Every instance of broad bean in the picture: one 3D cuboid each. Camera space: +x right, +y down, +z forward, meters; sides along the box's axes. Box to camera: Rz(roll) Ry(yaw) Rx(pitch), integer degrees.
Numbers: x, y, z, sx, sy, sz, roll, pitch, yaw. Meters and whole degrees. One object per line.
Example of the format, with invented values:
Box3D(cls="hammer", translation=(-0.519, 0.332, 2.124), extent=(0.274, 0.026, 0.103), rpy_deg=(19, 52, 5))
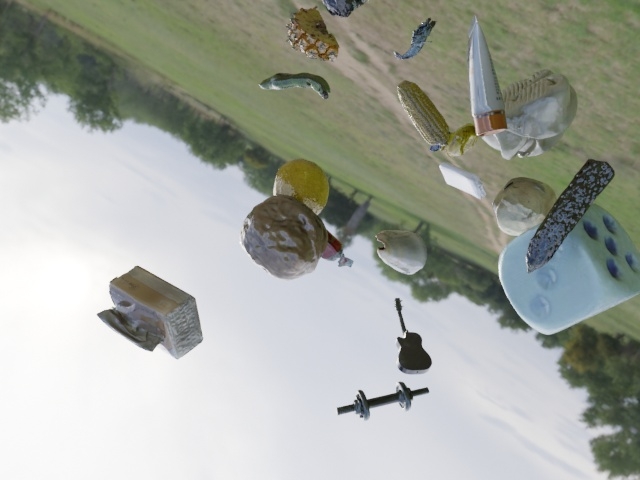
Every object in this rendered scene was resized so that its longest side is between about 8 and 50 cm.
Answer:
Box3D(cls="broad bean", translation=(-0.058, -0.389, 1.575), extent=(0.195, 0.061, 0.046), rpy_deg=(17, 152, 22))

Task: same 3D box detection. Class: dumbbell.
Box3D(cls="dumbbell", translation=(0.163, 0.417, 1.663), extent=(0.254, 0.082, 0.081), rpy_deg=(-10, -163, -13))

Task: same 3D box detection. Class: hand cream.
Box3D(cls="hand cream", translation=(0.445, -0.448, 1.746), extent=(0.089, 0.314, 0.140), rpy_deg=(-8, 177, 5))

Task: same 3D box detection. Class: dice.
Box3D(cls="dice", translation=(0.656, 0.078, 1.678), extent=(0.264, 0.268, 0.263), rpy_deg=(-9, -112, -43))

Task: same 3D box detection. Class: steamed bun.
Box3D(cls="steamed bun", translation=(0.773, -0.446, 2.373), extent=(0.255, 0.367, 0.342), rpy_deg=(55, -151, -20))

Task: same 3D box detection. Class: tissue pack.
Box3D(cls="tissue pack", translation=(-0.583, 0.260, 2.155), extent=(0.305, 0.239, 0.238), rpy_deg=(23, -179, 32))

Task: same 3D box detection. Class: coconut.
Box3D(cls="coconut", translation=(0.699, -0.116, 2.215), extent=(0.224, 0.224, 0.224), rpy_deg=(30, -175, -3))

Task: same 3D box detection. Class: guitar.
Box3D(cls="guitar", translation=(0.225, 0.244, 1.666), extent=(0.088, 0.025, 0.233), rpy_deg=(1, -131, -12))

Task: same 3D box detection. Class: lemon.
Box3D(cls="lemon", translation=(-0.065, -0.176, 2.187), extent=(0.192, 0.231, 0.192), rpy_deg=(5, 160, 2))

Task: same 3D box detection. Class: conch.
Box3D(cls="conch", translation=(0.172, 0.024, 1.449), extent=(0.176, 0.104, 0.094), rpy_deg=(4, 169, -36))

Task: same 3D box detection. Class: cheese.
Box3D(cls="cheese", translation=(0.513, -0.380, 2.437), extent=(0.250, 0.156, 0.064), rpy_deg=(-9, -135, -40))

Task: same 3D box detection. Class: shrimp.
Box3D(cls="shrimp", translation=(0.329, -0.665, 2.139), extent=(0.076, 0.174, 0.082), rpy_deg=(48, -159, 13))

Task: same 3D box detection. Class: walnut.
Box3D(cls="walnut", translation=(-0.105, -0.009, 1.947), extent=(0.273, 0.227, 0.273), rpy_deg=(43, -170, -9))

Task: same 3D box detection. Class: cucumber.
Box3D(cls="cucumber", translation=(0.555, -0.051, 1.457), extent=(0.072, 0.300, 0.072), rpy_deg=(32, -169, -7))

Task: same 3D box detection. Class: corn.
Box3D(cls="corn", translation=(0.342, -0.416, 2.116), extent=(0.262, 0.097, 0.097), rpy_deg=(50, 180, -15))

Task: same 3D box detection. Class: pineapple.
Box3D(cls="pineapple", translation=(-0.041, -0.605, 1.860), extent=(0.135, 0.079, 0.233), rpy_deg=(-5, -135, -20))

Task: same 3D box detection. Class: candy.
Box3D(cls="candy", translation=(0.001, -0.001, 2.147), extent=(0.292, 0.086, 0.059), rpy_deg=(43, -138, -22))

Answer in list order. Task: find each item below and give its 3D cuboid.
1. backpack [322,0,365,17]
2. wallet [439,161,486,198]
Box3D(cls="backpack", translation=(0.082, -0.676, 1.709), extent=(0.106, 0.165, 0.120), rpy_deg=(22, 165, 43))
Box3D(cls="wallet", translation=(0.456, -0.194, 2.052), extent=(0.095, 0.033, 0.190), rpy_deg=(55, 171, -33))
